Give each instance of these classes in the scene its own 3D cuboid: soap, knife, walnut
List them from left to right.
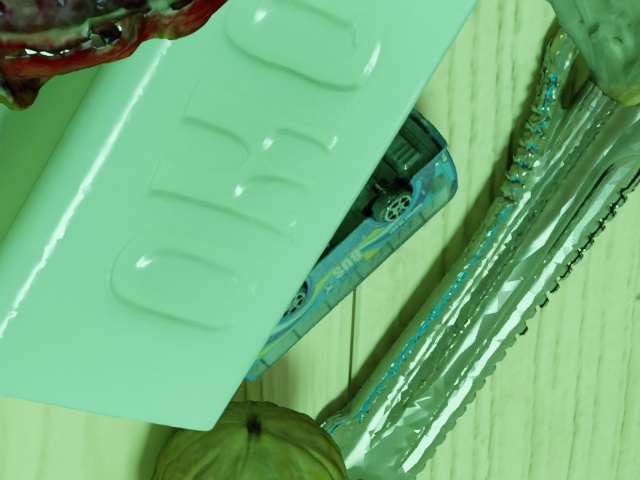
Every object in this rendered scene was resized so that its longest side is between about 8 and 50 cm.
[{"bbox_3d":[-0.053,-0.054,0.835,0.160,0.087,0.265,17,110,-46],"label":"soap"},{"bbox_3d":[-0.038,0.138,0.994,0.105,0.105,0.124,-9,128,-34],"label":"walnut"},{"bbox_3d":[0.082,0.026,1.050,0.089,0.043,0.365,29,106,-14],"label":"knife"}]

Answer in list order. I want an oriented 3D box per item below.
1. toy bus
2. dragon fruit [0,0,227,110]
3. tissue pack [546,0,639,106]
[{"bbox_3d":[0.000,0.000,0.954,0.153,0.051,0.061,-42,151,-4],"label":"toy bus"},{"bbox_3d":[-0.122,-0.146,0.665,0.218,0.148,0.223,22,75,-17],"label":"dragon fruit"},{"bbox_3d":[0.204,-0.239,0.784,0.305,0.238,0.238,-37,140,-31],"label":"tissue pack"}]
